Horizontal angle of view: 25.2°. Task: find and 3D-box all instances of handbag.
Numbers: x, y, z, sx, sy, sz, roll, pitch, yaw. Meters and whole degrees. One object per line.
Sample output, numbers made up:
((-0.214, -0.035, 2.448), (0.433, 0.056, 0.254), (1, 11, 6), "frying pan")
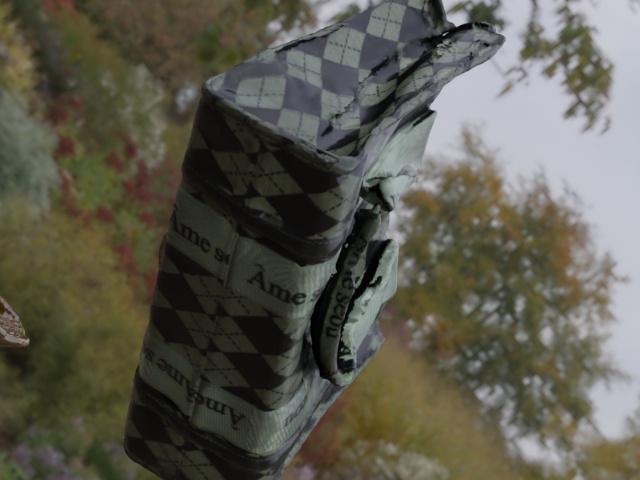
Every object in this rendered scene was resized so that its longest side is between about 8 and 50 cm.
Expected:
((0.000, 0.000, 1.226), (0.180, 0.317, 0.416), (32, -47, 16), "handbag")

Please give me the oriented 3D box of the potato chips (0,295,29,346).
((-0.418, 0.075, 1.671), (0.202, 0.049, 0.150), (30, 2, 43), "potato chips")
